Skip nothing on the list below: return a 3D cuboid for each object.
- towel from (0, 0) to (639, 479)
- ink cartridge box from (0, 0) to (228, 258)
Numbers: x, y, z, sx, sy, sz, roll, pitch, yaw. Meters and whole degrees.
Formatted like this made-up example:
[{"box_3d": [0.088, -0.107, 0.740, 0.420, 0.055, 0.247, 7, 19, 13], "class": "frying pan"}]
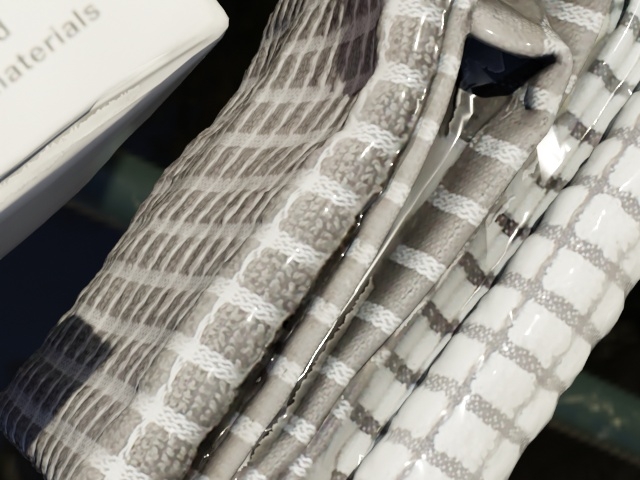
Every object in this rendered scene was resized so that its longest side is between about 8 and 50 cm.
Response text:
[{"box_3d": [0.000, 0.000, 0.589, 0.121, 0.235, 0.284, 37, 172, -9], "class": "towel"}, {"box_3d": [-0.182, -0.109, 0.430, 0.306, 0.131, 0.226, 49, 165, -4], "class": "ink cartridge box"}]
